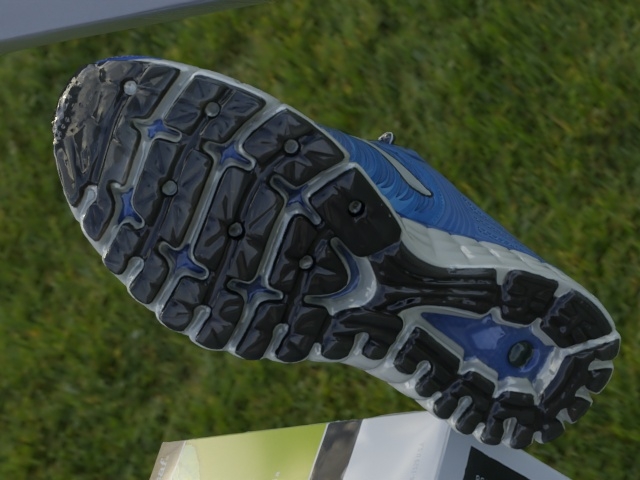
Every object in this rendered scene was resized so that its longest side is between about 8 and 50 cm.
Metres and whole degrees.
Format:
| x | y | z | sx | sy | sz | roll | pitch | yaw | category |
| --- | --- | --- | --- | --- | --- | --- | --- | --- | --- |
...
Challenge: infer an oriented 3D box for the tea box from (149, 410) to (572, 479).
| x | y | z | sx | sy | sz | roll | pitch | yaw | category |
| --- | --- | --- | --- | --- | --- | --- | --- | --- | --- |
| 0.068 | 0.285 | 1.070 | 0.323 | 0.329 | 0.220 | -15 | 50 | 52 | tea box |

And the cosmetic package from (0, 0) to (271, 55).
| x | y | z | sx | sy | sz | roll | pitch | yaw | category |
| --- | --- | --- | --- | --- | --- | --- | --- | --- | --- |
| -0.112 | -0.178 | 0.870 | 0.238 | 0.107 | 0.127 | -10 | 95 | 16 | cosmetic package |

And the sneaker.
| x | y | z | sx | sy | sz | roll | pitch | yaw | category |
| --- | --- | --- | --- | --- | --- | --- | --- | --- | --- |
| 0.000 | 0.000 | 0.859 | 0.130 | 0.330 | 0.147 | -56 | 25 | 10 | sneaker |
